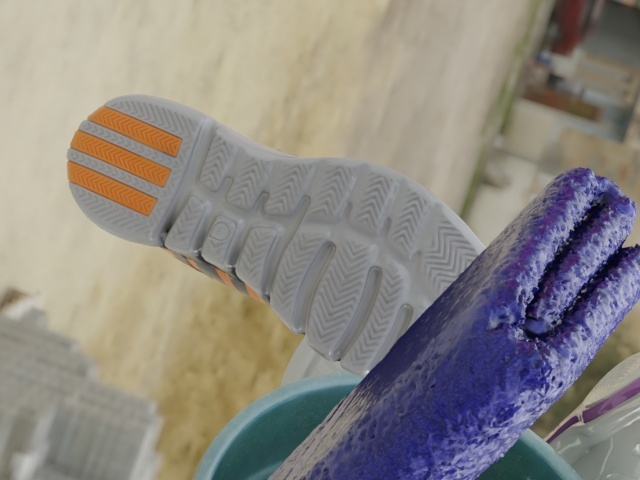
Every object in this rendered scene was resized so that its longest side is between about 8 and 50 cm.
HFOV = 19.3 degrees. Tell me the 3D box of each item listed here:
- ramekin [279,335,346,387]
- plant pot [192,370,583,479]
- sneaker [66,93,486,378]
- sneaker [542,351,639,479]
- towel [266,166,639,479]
[{"bbox_3d":[0.076,0.129,1.583,0.207,0.109,0.207,-28,140,-26],"label":"ramekin"},{"bbox_3d":[0.019,0.332,1.440,0.334,0.341,0.341,116,-1,-45],"label":"plant pot"},{"bbox_3d":[0.000,0.000,1.239,0.124,0.321,0.180,-61,164,2],"label":"sneaker"},{"bbox_3d":[0.253,0.194,1.532,0.305,0.152,0.114,-46,177,36],"label":"sneaker"},{"bbox_3d":[0.036,0.112,0.922,0.308,0.076,0.227,-49,180,29],"label":"towel"}]
